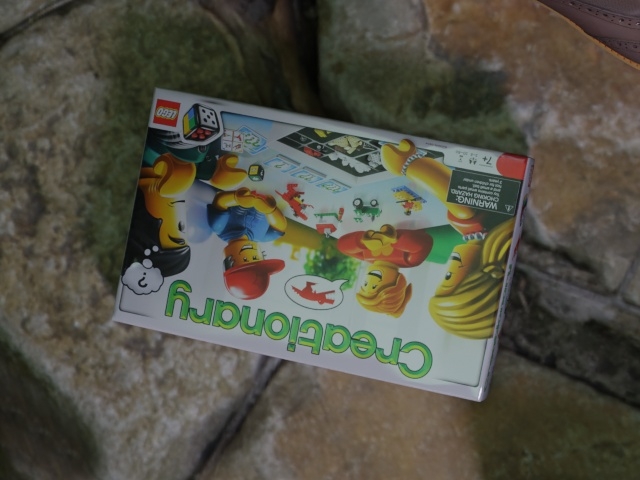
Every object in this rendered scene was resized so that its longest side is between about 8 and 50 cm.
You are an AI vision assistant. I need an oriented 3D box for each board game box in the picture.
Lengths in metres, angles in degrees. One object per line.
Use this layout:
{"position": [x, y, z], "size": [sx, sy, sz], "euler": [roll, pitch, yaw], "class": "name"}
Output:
{"position": [0.000, 0.000, 1.302], "size": [0.305, 0.053, 0.193], "euler": [11, 94, 12], "class": "board game box"}

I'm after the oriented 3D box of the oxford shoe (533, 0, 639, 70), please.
{"position": [0.226, -0.200, 1.210], "size": [0.364, 0.133, 0.130], "euler": [20, 95, 11], "class": "oxford shoe"}
